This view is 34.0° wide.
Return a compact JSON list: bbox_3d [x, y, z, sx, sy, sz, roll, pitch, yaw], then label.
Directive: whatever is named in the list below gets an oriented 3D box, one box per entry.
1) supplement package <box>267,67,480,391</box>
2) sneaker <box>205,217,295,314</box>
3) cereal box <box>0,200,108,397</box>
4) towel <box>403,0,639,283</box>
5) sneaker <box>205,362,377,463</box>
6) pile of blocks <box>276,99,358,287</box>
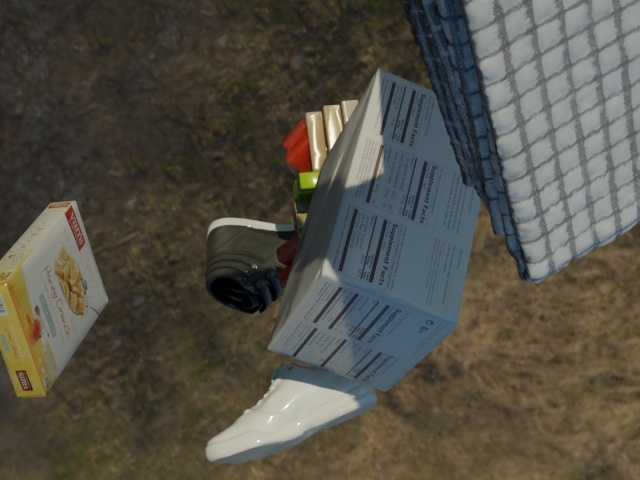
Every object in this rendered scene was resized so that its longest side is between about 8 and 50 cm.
[{"bbox_3d":[0.066,-0.006,1.124,0.145,0.261,0.204,21,149,-8],"label":"supplement package"},{"bbox_3d":[-0.041,0.047,1.589,0.296,0.146,0.104,2,139,10],"label":"sneaker"},{"bbox_3d":[-0.366,0.073,1.412,0.047,0.240,0.173,-5,118,13],"label":"cereal box"},{"bbox_3d":[0.169,-0.145,0.612,0.235,0.121,0.283,-29,131,-6],"label":"towel"},{"bbox_3d":[-0.044,0.194,1.242,0.212,0.094,0.080,-23,161,-3],"label":"sneaker"},{"bbox_3d":[0.000,0.000,1.351,0.113,0.149,0.362,-6,107,-8],"label":"pile of blocks"}]
